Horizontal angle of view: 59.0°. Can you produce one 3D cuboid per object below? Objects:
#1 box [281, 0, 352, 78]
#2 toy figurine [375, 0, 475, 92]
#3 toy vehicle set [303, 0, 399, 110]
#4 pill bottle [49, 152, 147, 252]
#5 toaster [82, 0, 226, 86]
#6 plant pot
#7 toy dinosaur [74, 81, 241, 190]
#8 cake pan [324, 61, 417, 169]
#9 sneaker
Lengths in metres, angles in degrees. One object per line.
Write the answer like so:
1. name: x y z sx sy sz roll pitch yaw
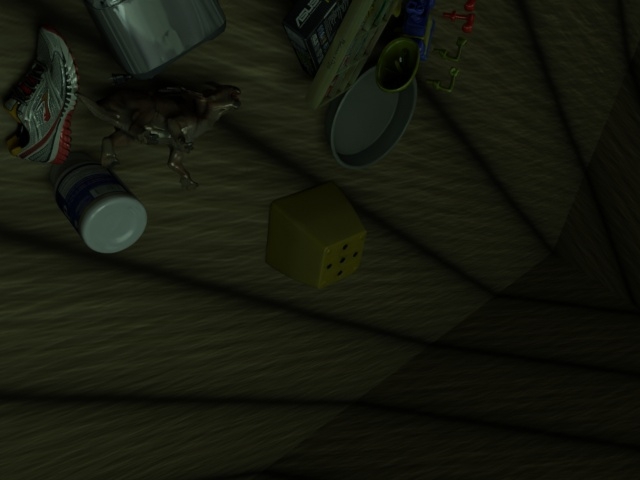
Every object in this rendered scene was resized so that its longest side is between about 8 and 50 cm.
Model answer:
1. box: 0.035 -0.442 1.108 0.216 0.060 0.270 -52 174 3
2. toy figurine: 0.243 -0.460 1.290 0.217 0.191 0.363 49 52 -77
3. toy vehicle set: 0.070 -0.400 1.149 0.166 0.035 0.267 -45 172 -44
4. pill bottle: -0.391 -0.072 0.978 0.112 0.186 0.112 -29 141 -27
5. toaster: -0.270 -0.363 0.887 0.227 0.129 0.146 -37 141 -13
6. plant pot: 0.000 0.000 1.491 0.212 0.187 0.212 -23 138 -34
7. toy dinosaur: -0.287 -0.217 0.983 0.295 0.200 0.127 10 145 -37
8. cake pan: 0.124 -0.321 1.434 0.293 0.054 0.293 -30 142 -26
9. sneaker: -0.434 -0.219 0.877 0.092 0.088 0.225 -6 126 -42
